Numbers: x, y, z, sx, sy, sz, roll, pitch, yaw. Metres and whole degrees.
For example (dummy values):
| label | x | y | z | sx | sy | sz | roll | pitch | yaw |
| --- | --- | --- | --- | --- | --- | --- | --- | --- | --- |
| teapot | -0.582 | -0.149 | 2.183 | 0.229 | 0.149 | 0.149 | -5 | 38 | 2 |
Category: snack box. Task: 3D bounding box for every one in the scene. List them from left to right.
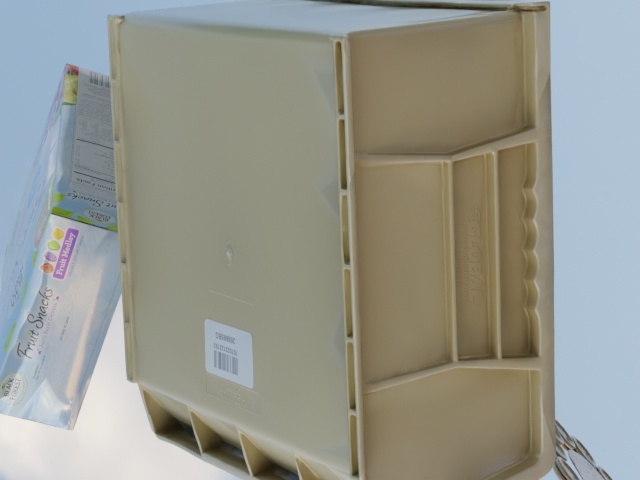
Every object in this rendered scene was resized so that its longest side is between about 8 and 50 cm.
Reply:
| label | x | y | z | sx | sy | sz | roll | pitch | yaw |
| --- | --- | --- | --- | --- | --- | --- | --- | --- | --- |
| snack box | -0.179 | 0.001 | 1.387 | 0.070 | 0.174 | 0.207 | 14 | -149 | -14 |

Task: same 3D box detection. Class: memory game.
| label | x | y | z | sx | sy | sz | roll | pitch | yaw |
| --- | --- | --- | --- | --- | --- | --- | --- | --- | --- |
| memory game | 0.244 | 0.225 | 1.705 | 0.186 | 0.012 | 0.186 | 48 | -168 | -14 |

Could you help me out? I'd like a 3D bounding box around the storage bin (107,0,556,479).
| label | x | y | z | sx | sy | sz | roll | pitch | yaw |
| --- | --- | --- | --- | --- | --- | --- | --- | --- | --- |
| storage bin | 0.000 | 0.000 | 1.063 | 0.123 | 0.262 | 0.260 | -9 | -77 | -31 |
